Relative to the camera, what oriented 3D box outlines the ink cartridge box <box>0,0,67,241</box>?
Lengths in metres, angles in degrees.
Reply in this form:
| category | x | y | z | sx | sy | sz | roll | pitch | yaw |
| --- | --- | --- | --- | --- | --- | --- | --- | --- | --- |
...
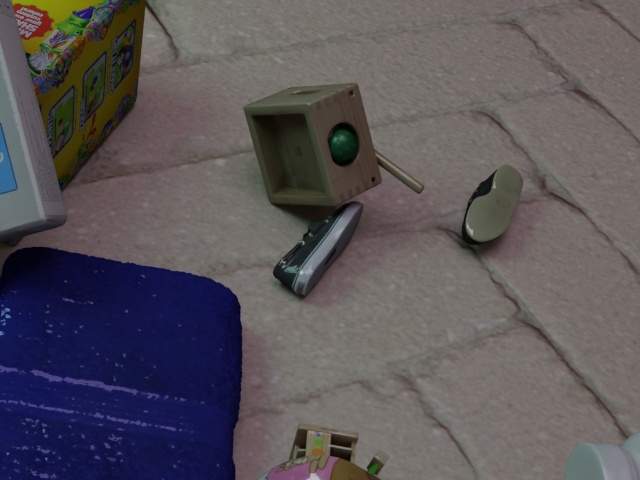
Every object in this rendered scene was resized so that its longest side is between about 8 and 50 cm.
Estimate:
| category | x | y | z | sx | sy | sz | roll | pitch | yaw |
| --- | --- | --- | --- | --- | --- | --- | --- | --- | --- |
| ink cartridge box | -0.382 | -0.124 | 1.007 | 0.261 | 0.296 | 0.066 | -15 | -1 | 7 |

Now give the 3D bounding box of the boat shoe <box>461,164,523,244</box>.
| category | x | y | z | sx | sy | sz | roll | pitch | yaw |
| --- | --- | --- | --- | --- | --- | --- | --- | --- | --- |
| boat shoe | 0.186 | -0.033 | 1.296 | 0.049 | 0.042 | 0.133 | 39 | 44 | -4 |

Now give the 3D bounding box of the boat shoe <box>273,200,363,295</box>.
| category | x | y | z | sx | sy | sz | roll | pitch | yaw |
| --- | --- | --- | --- | --- | --- | --- | --- | --- | --- |
| boat shoe | 0.000 | 0.000 | 1.200 | 0.040 | 0.049 | 0.142 | 26 | 45 | 13 |

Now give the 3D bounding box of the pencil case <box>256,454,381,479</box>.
| category | x | y | z | sx | sy | sz | roll | pitch | yaw |
| --- | --- | --- | --- | --- | --- | --- | --- | --- | --- |
| pencil case | -0.030 | 0.321 | 0.754 | 0.160 | 0.167 | 0.386 | 40 | 40 | -14 |

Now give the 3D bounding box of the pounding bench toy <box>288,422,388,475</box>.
| category | x | y | z | sx | sy | sz | roll | pitch | yaw |
| --- | --- | --- | --- | --- | --- | --- | --- | --- | --- |
| pounding bench toy | 0.016 | 0.201 | 0.985 | 0.083 | 0.052 | 0.065 | 10 | 42 | -6 |

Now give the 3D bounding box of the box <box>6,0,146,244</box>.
| category | x | y | z | sx | sy | sz | roll | pitch | yaw |
| --- | --- | --- | --- | --- | --- | --- | --- | --- | --- |
| box | -0.370 | -0.186 | 1.199 | 0.289 | 0.177 | 0.279 | 21 | 43 | 6 |

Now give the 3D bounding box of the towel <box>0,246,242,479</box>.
| category | x | y | z | sx | sy | sz | roll | pitch | yaw |
| --- | --- | --- | --- | --- | --- | --- | --- | --- | --- |
| towel | -0.181 | 0.146 | 0.980 | 0.227 | 0.076 | 0.308 | 12 | 42 | -12 |

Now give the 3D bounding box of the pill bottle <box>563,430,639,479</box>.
| category | x | y | z | sx | sy | sz | roll | pitch | yaw |
| --- | --- | --- | --- | --- | --- | --- | --- | --- | --- |
| pill bottle | 0.322 | 0.222 | 1.004 | 0.208 | 0.118 | 0.118 | 4 | 43 | -11 |

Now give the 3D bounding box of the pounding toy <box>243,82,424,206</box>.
| category | x | y | z | sx | sy | sz | roll | pitch | yaw |
| --- | --- | --- | --- | --- | --- | --- | --- | --- | --- |
| pounding toy | 0.014 | -0.096 | 1.227 | 0.100 | 0.130 | 0.141 | -28 | 20 | -36 |
